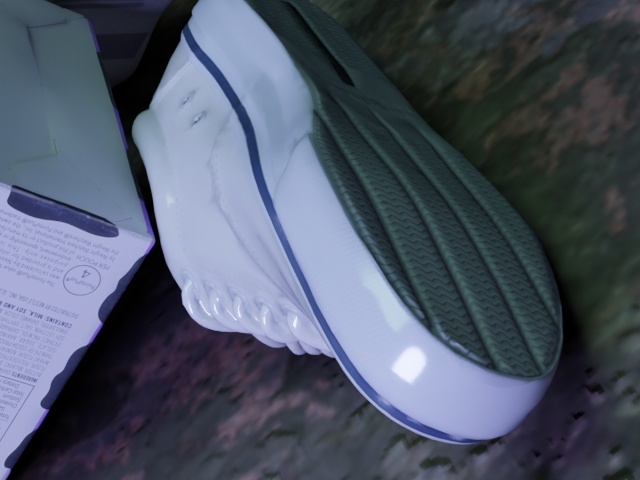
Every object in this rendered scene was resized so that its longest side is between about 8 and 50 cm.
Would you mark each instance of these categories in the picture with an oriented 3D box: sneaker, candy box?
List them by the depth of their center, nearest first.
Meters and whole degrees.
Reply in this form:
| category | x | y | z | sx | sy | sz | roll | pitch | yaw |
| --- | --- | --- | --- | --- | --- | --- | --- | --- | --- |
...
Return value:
| category | x | y | z | sx | sy | sz | roll | pitch | yaw |
| --- | --- | --- | --- | --- | --- | --- | --- | --- | --- |
| sneaker | 0.000 | 0.000 | 0.578 | 0.091 | 0.094 | 0.258 | -59 | 27 | 18 |
| candy box | -0.151 | 0.019 | 0.674 | 0.196 | 0.070 | 0.165 | -56 | 31 | 23 |

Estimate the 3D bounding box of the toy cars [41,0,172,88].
| category | x | y | z | sx | sy | sz | roll | pitch | yaw |
| --- | --- | --- | --- | --- | --- | --- | --- | --- | --- |
| toy cars | -0.226 | -0.064 | 0.804 | 0.394 | 0.176 | 0.087 | -13 | 83 | 12 |
